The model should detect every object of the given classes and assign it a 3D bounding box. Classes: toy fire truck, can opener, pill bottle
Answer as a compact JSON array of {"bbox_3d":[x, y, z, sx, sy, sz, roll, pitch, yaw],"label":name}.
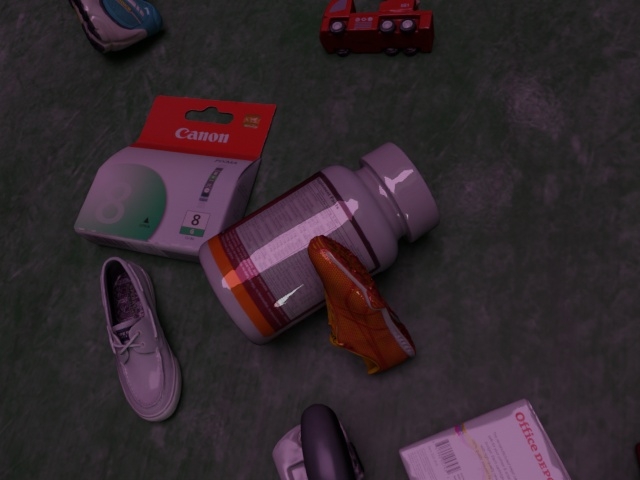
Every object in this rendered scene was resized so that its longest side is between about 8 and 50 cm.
[{"bbox_3d":[0.101,-0.300,0.770,0.192,0.047,0.135,4,67,16],"label":"toy fire truck"},{"bbox_3d":[0.030,0.280,0.508,0.074,0.093,0.280,-25,68,3],"label":"can opener"},{"bbox_3d":[0.000,0.000,0.617,0.221,0.121,0.121,-32,63,-2],"label":"pill bottle"}]

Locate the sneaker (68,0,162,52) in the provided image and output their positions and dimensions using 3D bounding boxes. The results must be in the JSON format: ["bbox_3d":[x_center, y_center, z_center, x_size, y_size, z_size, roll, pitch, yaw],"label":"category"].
[{"bbox_3d":[-0.316,-0.378,0.890,0.110,0.107,0.275,-23,66,-19],"label":"sneaker"}]

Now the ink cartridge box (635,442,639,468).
[{"bbox_3d":[0.306,0.211,0.348,0.131,0.306,0.226,-6,65,11],"label":"ink cartridge box"}]

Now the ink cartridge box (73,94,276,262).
[{"bbox_3d":[-0.168,-0.090,0.736,0.181,0.056,0.225,9,70,16],"label":"ink cartridge box"}]

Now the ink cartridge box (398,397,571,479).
[{"bbox_3d":[0.142,0.203,0.531,0.122,0.052,0.088,-23,64,3],"label":"ink cartridge box"}]

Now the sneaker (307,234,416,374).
[{"bbox_3d":[0.030,0.067,0.555,0.067,0.175,0.064,-29,33,6],"label":"sneaker"}]

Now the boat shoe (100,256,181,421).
[{"bbox_3d":[-0.196,0.099,0.650,0.066,0.063,0.184,-18,63,5],"label":"boat shoe"}]
